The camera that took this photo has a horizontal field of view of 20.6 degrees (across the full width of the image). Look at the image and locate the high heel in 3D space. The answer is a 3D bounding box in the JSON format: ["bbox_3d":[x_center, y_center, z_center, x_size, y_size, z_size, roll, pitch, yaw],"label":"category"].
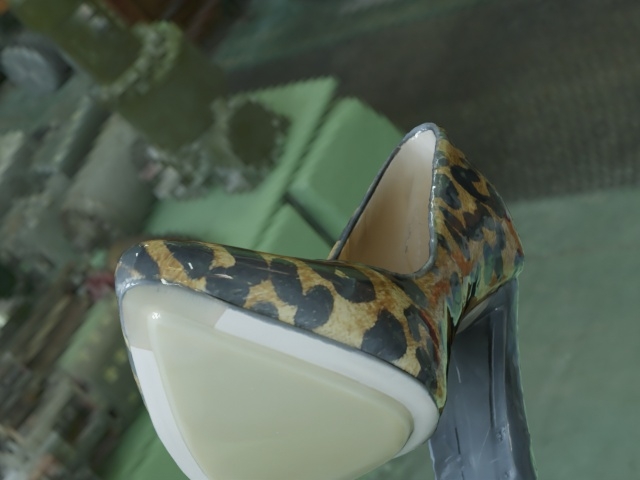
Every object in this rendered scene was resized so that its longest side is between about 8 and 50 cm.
[{"bbox_3d":[0.000,0.000,0.618,0.093,0.261,0.186,-22,58,23],"label":"high heel"}]
